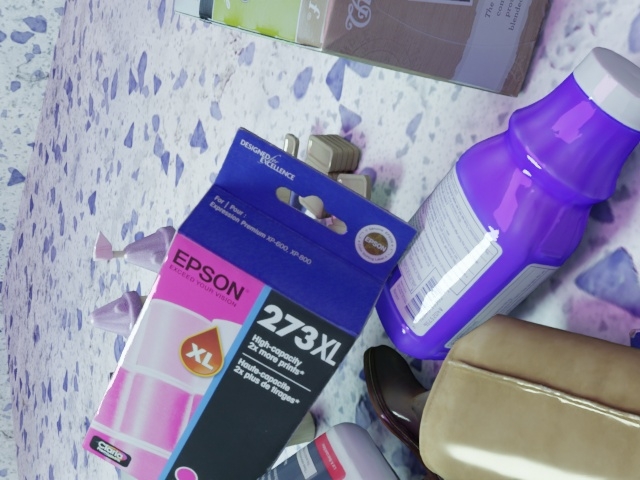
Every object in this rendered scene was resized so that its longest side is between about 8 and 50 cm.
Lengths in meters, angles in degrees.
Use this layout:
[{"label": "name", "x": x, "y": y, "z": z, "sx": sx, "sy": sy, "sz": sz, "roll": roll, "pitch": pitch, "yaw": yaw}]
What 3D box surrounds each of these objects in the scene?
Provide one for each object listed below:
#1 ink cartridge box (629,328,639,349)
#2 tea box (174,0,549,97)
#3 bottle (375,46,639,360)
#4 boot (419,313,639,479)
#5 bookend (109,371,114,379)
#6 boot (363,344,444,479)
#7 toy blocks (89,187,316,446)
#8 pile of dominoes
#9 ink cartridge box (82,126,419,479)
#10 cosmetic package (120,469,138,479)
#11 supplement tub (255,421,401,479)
[{"label": "ink cartridge box", "x": 0.282, "y": 0.225, "z": 0.335, "sx": 0.324, "sy": 0.071, "sz": 0.331, "roll": -2, "pitch": 87, "yaw": 57}, {"label": "tea box", "x": 0.045, "y": -0.332, "z": 0.604, "sx": 0.323, "sy": 0.219, "sz": 0.329, "roll": 37, "pitch": 118, "yaw": 52}, {"label": "bottle", "x": 0.146, "y": -0.020, "z": 0.537, "sx": 0.283, "sy": 0.092, "sz": 0.118, "roll": -55, "pitch": 38, "yaw": 37}, {"label": "boot", "x": 0.196, "y": 0.075, "z": 0.416, "sx": 0.236, "sy": 0.089, "sz": 0.269, "roll": -60, "pitch": 25, "yaw": -14}, {"label": "bookend", "x": -0.213, "y": 0.206, "z": 1.002, "sx": 0.156, "sy": 0.157, "sz": 0.073, "roll": -40, "pitch": 55, "yaw": 48}, {"label": "boot", "x": 0.119, "y": 0.153, "z": 0.604, "sx": 0.106, "sy": 0.082, "sz": 0.219, "roll": -46, "pitch": 42, "yaw": 16}, {"label": "toy blocks", "x": -0.148, "y": 0.081, "z": 0.793, "sx": 0.309, "sy": 0.259, "sz": 0.289, "roll": 56, "pitch": 138, "yaw": 40}, {"label": "pile of dominoes", "x": 0.000, "y": 0.000, "z": 0.829, "sx": 0.196, "sy": 0.040, "sz": 0.251, "roll": 43, "pitch": 130, "yaw": 49}, {"label": "ink cartridge box", "x": -0.080, "y": 0.100, "z": 0.616, "sx": 0.371, "sy": 0.175, "sz": 0.069, "roll": -60, "pitch": 0, "yaw": 25}, {"label": "cosmetic package", "x": -0.261, "y": 0.487, "z": 1.102, "sx": 0.127, "sy": 0.107, "sz": 0.238, "roll": -25, "pitch": 64, "yaw": 53}, {"label": "supplement tub", "x": -0.029, "y": 0.306, "z": 0.578, "sx": 0.191, "sy": 0.272, "sz": 0.191, "roll": 56, "pitch": 175, "yaw": 7}]
